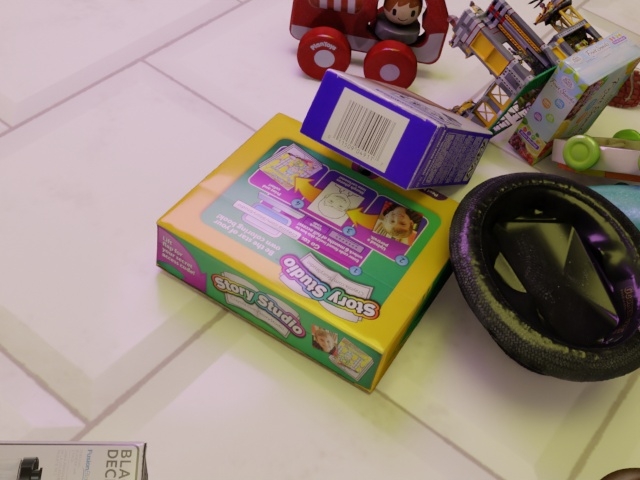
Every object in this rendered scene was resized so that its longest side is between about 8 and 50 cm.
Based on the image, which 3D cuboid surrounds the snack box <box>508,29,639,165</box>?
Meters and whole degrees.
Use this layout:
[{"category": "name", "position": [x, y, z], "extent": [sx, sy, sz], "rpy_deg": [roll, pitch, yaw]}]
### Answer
[{"category": "snack box", "position": [0.442, -0.246, 1.461], "extent": [0.174, 0.207, 0.070], "rpy_deg": [-29, 70, -33]}]

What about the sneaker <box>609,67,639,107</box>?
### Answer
[{"category": "sneaker", "position": [0.550, -0.332, 1.646], "extent": [0.225, 0.088, 0.092], "rpy_deg": [19, 46, 7]}]

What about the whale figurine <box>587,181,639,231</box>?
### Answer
[{"category": "whale figurine", "position": [0.459, -0.036, 1.316], "extent": [0.272, 0.141, 0.216], "rpy_deg": [27, 49, 10]}]

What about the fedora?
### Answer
[{"category": "fedora", "position": [0.313, 0.068, 1.185], "extent": [0.334, 0.152, 0.334], "rpy_deg": [5, 54, -7]}]

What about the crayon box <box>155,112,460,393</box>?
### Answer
[{"category": "crayon box", "position": [0.000, 0.000, 1.227], "extent": [0.363, 0.106, 0.313], "rpy_deg": [29, 50, 15]}]

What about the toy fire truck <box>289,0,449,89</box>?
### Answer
[{"category": "toy fire truck", "position": [0.089, -0.428, 1.535], "extent": [0.302, 0.254, 0.169], "rpy_deg": [10, 47, -1]}]

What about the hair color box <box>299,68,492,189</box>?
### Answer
[{"category": "hair color box", "position": [0.129, -0.166, 1.292], "extent": [0.185, 0.110, 0.339], "rpy_deg": [30, 14, 18]}]

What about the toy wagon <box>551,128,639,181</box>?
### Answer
[{"category": "toy wagon", "position": [0.561, -0.132, 1.369], "extent": [0.344, 0.068, 0.267], "rpy_deg": [13, 16, 34]}]

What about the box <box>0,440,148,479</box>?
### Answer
[{"category": "box", "position": [-0.325, 0.282, 0.865], "extent": [0.290, 0.169, 0.087], "rpy_deg": [3, 47, -9]}]

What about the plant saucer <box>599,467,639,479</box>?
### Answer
[{"category": "plant saucer", "position": [0.420, 0.359, 1.021], "extent": [0.199, 0.036, 0.198], "rpy_deg": [5, 47, -5]}]

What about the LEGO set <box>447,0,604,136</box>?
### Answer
[{"category": "LEGO set", "position": [0.325, -0.327, 1.489], "extent": [0.331, 0.255, 0.192], "rpy_deg": [-33, 77, -25]}]
